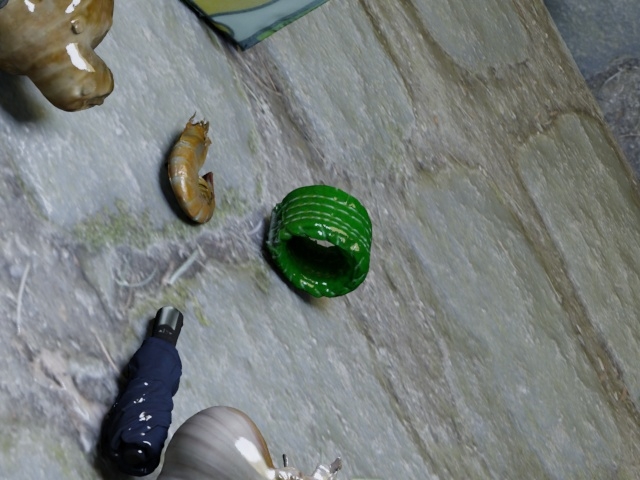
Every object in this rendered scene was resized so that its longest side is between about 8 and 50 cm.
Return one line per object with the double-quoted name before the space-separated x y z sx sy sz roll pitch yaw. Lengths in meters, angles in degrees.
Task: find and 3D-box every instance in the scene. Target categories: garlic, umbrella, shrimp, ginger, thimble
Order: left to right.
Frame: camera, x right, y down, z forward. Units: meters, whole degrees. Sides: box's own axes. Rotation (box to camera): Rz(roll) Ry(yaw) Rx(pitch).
"ginger" -0.314 -0.296 1.761 0.375 0.176 0.256 57 10 -11
"umbrella" -0.169 0.135 1.742 0.071 0.071 0.248 49 25 -26
"shrimp" -0.135 -0.082 2.024 0.095 0.045 0.162 51 26 -23
"garlic" -0.045 0.254 1.661 0.256 0.207 0.207 -17 80 -54
"thimble" 0.000 0.000 2.117 0.130 0.118 0.090 23 44 -15

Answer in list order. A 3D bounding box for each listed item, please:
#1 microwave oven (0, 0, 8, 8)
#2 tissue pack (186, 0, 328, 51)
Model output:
"microwave oven" -0.402 -0.248 1.155 0.432 0.374 0.236 -25 86 -27
"tissue pack" -0.110 -0.395 2.164 0.311 0.228 0.128 38 36 -39
